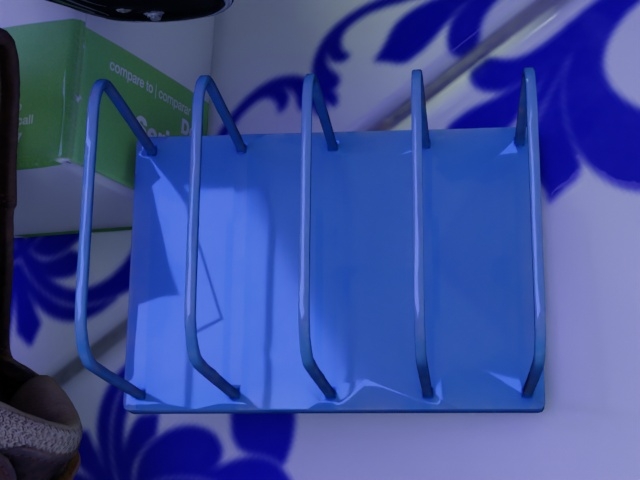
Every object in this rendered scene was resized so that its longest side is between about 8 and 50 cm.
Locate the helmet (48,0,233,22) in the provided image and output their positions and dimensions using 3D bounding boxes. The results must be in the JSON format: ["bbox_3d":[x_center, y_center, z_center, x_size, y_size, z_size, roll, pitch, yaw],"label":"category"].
[{"bbox_3d":[-0.084,-0.166,0.473,0.169,0.161,0.169,-1,77,5],"label":"helmet"}]

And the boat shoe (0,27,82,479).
[{"bbox_3d":[-0.157,0.080,0.518,0.123,0.123,0.342,0,93,10],"label":"boat shoe"}]

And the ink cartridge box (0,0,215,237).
[{"bbox_3d":[-0.158,-0.145,0.647,0.198,0.115,0.273,-3,75,27],"label":"ink cartridge box"}]

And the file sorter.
[{"bbox_3d":[0.000,0.000,0.498,0.170,0.104,0.118,-1,74,7],"label":"file sorter"}]
